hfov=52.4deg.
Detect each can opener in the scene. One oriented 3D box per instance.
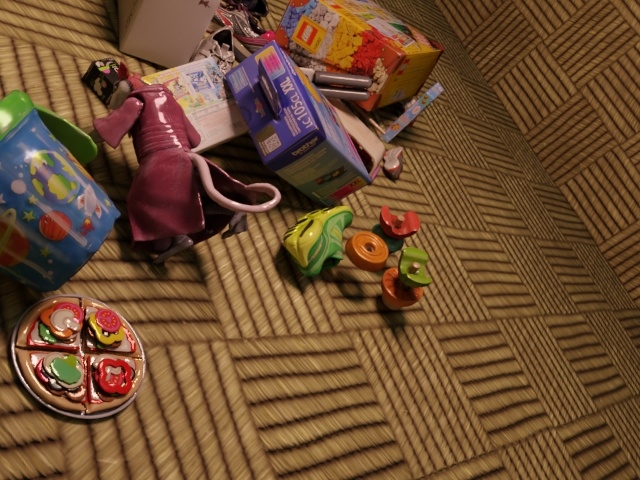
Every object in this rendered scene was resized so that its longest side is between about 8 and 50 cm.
[{"bbox_3d":[0.001,-0.440,1.805,0.280,0.074,0.093,6,29,-4],"label":"can opener"}]

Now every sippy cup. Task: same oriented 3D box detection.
[{"bbox_3d":[-0.420,-0.052,0.919,0.224,0.240,0.306,45,70,-25],"label":"sippy cup"}]

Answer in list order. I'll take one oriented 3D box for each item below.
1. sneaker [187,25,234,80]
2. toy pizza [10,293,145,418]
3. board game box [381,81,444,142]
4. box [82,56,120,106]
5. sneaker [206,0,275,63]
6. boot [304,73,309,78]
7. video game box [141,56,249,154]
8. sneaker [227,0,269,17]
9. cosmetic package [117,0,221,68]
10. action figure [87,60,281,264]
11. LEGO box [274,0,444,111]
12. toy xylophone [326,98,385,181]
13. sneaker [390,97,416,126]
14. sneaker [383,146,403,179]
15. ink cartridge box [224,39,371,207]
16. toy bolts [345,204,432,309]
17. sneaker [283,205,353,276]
[{"bbox_3d":[-0.263,-0.424,1.564,0.105,0.115,0.281,26,41,-30],"label":"sneaker"},{"bbox_3d":[-0.342,0.160,0.945,0.201,0.032,0.201,30,37,-26],"label":"toy pizza"},{"bbox_3d":[0.302,-0.419,2.133,0.039,0.211,0.160,48,33,-3],"label":"board game box"},{"bbox_3d":[-0.427,-0.322,1.327,0.083,0.052,0.062,48,34,-2],"label":"box"},{"bbox_3d":[-0.254,-0.612,1.777,0.299,0.112,0.121,39,34,-13],"label":"sneaker"},{"bbox_3d":[-0.133,-0.386,1.659,0.197,0.137,0.077,-16,68,-54],"label":"boot"},{"bbox_3d":[-0.270,-0.288,1.413,0.205,0.048,0.187,-33,95,-42],"label":"video game box"},{"bbox_3d":[-0.247,-0.743,1.948,0.232,0.081,0.090,9,42,-46],"label":"sneaker"},{"bbox_3d":[-0.373,-0.649,1.551,0.161,0.230,0.454,12,47,-33],"label":"cosmetic package"},{"bbox_3d":[-0.283,-0.160,1.150,0.248,0.275,0.370,-15,82,-48],"label":"action figure"},{"bbox_3d":[0.136,-0.614,2.064,0.372,0.193,0.500,37,28,10],"label":"LEGO box"},{"bbox_3d":[0.077,-0.320,1.887,0.323,0.081,0.236,49,32,1],"label":"toy xylophone"},{"bbox_3d":[0.272,-0.491,2.310,0.092,0.088,0.225,-6,57,-31],"label":"sneaker"},{"bbox_3d":[0.229,-0.237,2.021,0.065,0.061,0.158,65,26,-26],"label":"sneaker"},{"bbox_3d":[-0.058,-0.266,1.499,0.395,0.151,0.270,29,33,-61],"label":"ink cartridge box"},{"bbox_3d":[0.139,0.042,1.544,0.218,0.158,0.229,15,46,-14],"label":"toy bolts"},{"bbox_3d":[0.000,0.000,1.472,0.295,0.109,0.124,-41,117,-62],"label":"sneaker"}]
